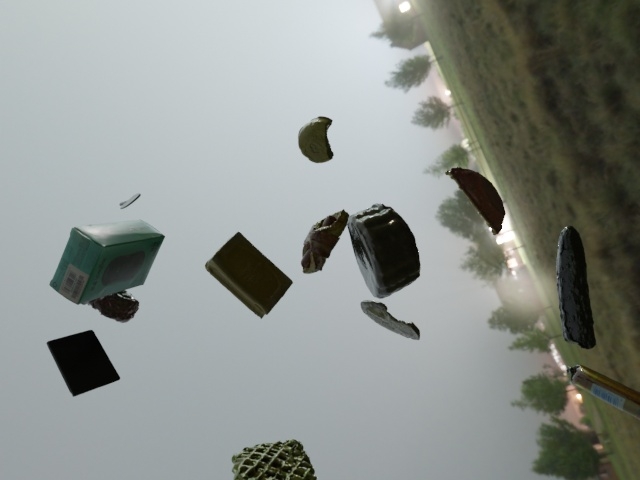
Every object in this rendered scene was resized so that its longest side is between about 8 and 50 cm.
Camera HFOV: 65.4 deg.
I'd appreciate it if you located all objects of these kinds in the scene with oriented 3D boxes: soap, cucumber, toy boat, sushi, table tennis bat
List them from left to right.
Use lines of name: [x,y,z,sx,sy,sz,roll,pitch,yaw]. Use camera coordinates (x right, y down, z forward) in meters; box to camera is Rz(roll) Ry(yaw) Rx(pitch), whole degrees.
sushi: [-0.689,0.219,1.707,0.107,0.161,0.241,-61,-21,-12]
table tennis bat: [-0.733,-0.146,1.898,0.013,0.156,0.087,52,-123,-25]
soap: [-0.281,0.133,1.976,0.315,0.091,0.199,45,-127,-7]
toy boat: [0.552,-0.138,1.697,0.318,0.099,0.141,45,-126,-22]
cucumber: [0.632,0.115,1.248,0.081,0.072,0.303,49,-145,-86]

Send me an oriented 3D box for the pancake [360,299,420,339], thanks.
pancake: [0.238,0.276,1.717,0.235,0.029,0.212,35,160,-3]

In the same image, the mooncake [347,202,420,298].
mooncake: [0.155,0.022,1.234,0.228,0.124,0.228,160,90,-83]

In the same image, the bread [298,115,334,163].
bread: [-0.019,-0.343,1.712,0.086,0.125,0.156,-78,-14,-63]

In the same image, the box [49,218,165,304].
box: [-0.636,0.056,1.520,0.118,0.205,0.311,33,-166,11]

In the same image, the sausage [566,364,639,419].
sausage: [0.901,0.469,1.469,0.372,0.082,0.082,25,158,50]

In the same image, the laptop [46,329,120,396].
laptop: [-0.674,0.344,1.416,0.135,0.016,0.197,-12,-129,-46]

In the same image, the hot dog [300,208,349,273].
hot dog: [-0.002,-0.002,1.689,0.093,0.261,0.123,28,-177,-30]

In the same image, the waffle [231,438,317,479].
waffle: [-0.173,0.818,1.805,0.317,0.297,0.073,-164,70,-69]
